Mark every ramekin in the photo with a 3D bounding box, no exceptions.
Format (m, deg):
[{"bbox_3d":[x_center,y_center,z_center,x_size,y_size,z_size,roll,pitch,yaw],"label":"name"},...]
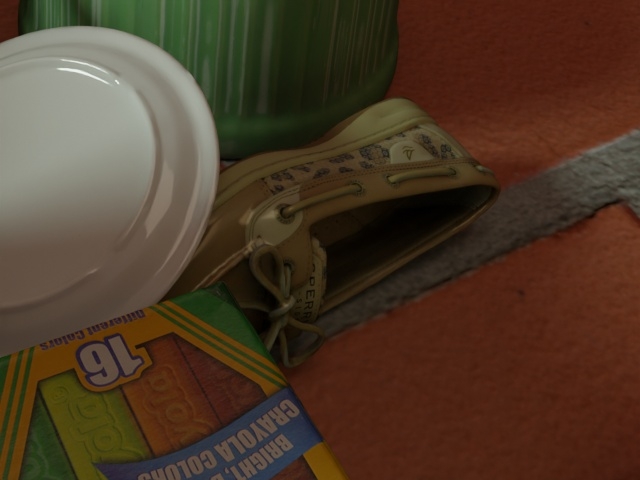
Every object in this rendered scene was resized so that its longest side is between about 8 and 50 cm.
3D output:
[{"bbox_3d":[-0.076,-0.218,0.687,0.303,0.148,0.303,5,48,-6],"label":"ramekin"}]

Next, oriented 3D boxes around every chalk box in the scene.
[{"bbox_3d":[-0.053,0.148,0.370,0.132,0.132,0.213,-19,51,-26],"label":"chalk box"}]

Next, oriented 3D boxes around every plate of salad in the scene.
[{"bbox_3d":[-0.145,-0.024,0.477,0.199,0.048,0.200,-4,66,10],"label":"plate of salad"}]

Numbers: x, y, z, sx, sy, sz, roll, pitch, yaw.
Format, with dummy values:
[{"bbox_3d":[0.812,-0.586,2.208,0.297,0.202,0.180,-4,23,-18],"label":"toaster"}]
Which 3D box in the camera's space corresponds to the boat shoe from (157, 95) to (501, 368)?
[{"bbox_3d":[0.000,0.000,0.539,0.089,0.105,0.285,36,51,23],"label":"boat shoe"}]
